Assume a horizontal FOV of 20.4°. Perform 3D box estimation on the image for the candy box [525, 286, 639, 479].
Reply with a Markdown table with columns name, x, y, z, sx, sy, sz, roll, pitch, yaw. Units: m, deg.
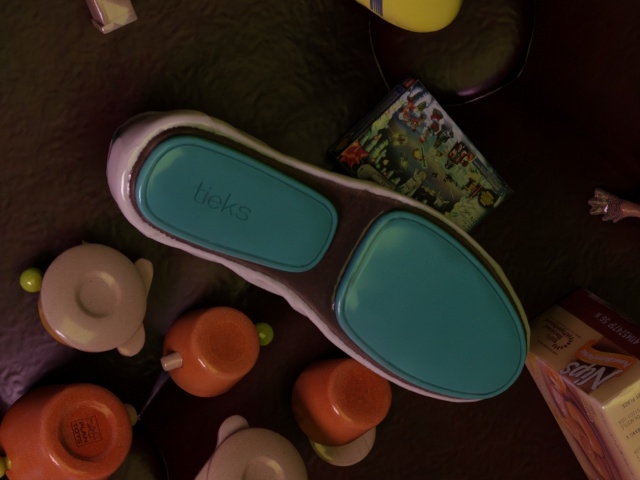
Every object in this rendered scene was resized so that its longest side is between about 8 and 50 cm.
| name | x | y | z | sx | sy | sz | roll | pitch | yaw |
| --- | --- | --- | --- | --- | --- | --- | --- | --- | --- |
| candy box | 0.298 | 0.209 | 1.542 | 0.087 | 0.183 | 0.316 | -34 | 114 | -6 |

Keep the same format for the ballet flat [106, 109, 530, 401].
| name | x | y | z | sx | sy | sz | roll | pitch | yaw |
| --- | --- | --- | --- | --- | --- | --- | --- | --- | --- |
| ballet flat | 0.000 | 0.000 | 1.408 | 0.400 | 0.139 | 0.139 | 29 | 95 | -29 |

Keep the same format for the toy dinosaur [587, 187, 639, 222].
| name | x | y | z | sx | sy | sz | roll | pitch | yaw |
| --- | --- | --- | --- | --- | --- | --- | --- | --- | --- |
| toy dinosaur | 0.366 | -0.003 | 1.493 | 0.295 | 0.200 | 0.127 | 36 | 92 | -25 |

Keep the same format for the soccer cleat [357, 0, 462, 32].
| name | x | y | z | sx | sy | sz | roll | pitch | yaw |
| --- | --- | --- | --- | --- | --- | --- | --- | --- | --- |
| soccer cleat | 0.031 | -0.274 | 1.337 | 0.093 | 0.121 | 0.289 | -37 | 115 | -13 |

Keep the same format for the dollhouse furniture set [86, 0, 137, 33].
| name | x | y | z | sx | sy | sz | roll | pitch | yaw |
| --- | --- | --- | --- | --- | --- | --- | --- | --- | --- |
| dollhouse furniture set | -0.200 | -0.214 | 1.255 | 0.101 | 0.161 | 0.182 | -25 | 111 | -10 |

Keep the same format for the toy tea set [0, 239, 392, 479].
| name | x | y | z | sx | sy | sz | roll | pitch | yaw |
| --- | --- | --- | --- | --- | --- | --- | --- | --- | --- |
| toy tea set | -0.108 | 0.140 | 1.442 | 0.336 | 0.124 | 0.200 | 21 | 69 | -20 |

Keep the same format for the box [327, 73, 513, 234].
| name | x | y | z | sx | sy | sz | roll | pitch | yaw |
| --- | --- | --- | --- | --- | --- | --- | --- | --- | --- |
| box | 0.084 | -0.057 | 1.474 | 0.094 | 0.027 | 0.137 | -44 | 115 | -1 |
